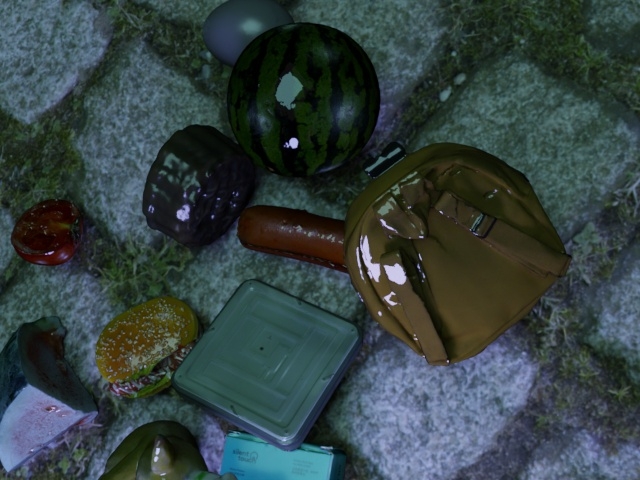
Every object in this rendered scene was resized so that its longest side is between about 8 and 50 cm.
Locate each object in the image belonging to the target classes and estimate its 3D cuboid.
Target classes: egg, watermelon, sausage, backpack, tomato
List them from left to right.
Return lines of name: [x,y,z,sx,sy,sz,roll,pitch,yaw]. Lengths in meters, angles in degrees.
watermelon: [-0.523,0.282,1.730,0.213,0.289,0.320,15,67,-10]
tomato: [-0.549,-0.004,1.854,0.138,0.091,0.159,-1,50,8]
egg: [-0.141,-0.408,1.786,0.198,0.146,0.147,10,81,28]
watermelon: [-0.033,-0.256,1.649,0.285,0.285,0.285,-4,77,16]
sausage: [0.000,0.000,1.678,0.330,0.102,0.102,14,82,21]
backpack: [0.214,0.006,1.482,0.353,0.378,0.201,-37,31,-1]

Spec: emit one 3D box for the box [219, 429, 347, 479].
box: [-0.080,0.502,1.577,0.205,0.118,0.312,6,79,15]

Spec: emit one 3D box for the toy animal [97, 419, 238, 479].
toy animal: [-0.267,0.410,1.534,0.181,0.363,0.180,34,80,-12]

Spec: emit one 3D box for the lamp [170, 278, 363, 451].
lamp: [-0.094,0.214,1.628,0.269,0.047,0.266,22,58,23]

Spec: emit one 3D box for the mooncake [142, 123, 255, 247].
mooncake: [-0.223,-0.097,1.703,0.124,0.228,0.228,29,87,20]

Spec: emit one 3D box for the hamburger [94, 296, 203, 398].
hamburger: [-0.322,0.202,1.721,0.210,0.116,0.173,-28,70,6]
